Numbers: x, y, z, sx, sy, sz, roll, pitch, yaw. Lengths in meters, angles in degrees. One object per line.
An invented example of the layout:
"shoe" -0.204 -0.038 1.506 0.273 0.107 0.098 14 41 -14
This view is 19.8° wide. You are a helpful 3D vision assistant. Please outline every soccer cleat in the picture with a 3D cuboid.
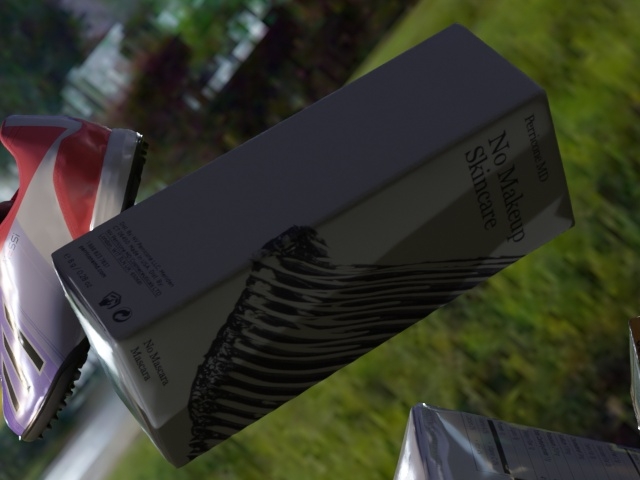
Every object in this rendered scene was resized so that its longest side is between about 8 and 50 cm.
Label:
"soccer cleat" -0.232 0.031 1.509 0.108 0.116 0.318 -83 12 -54

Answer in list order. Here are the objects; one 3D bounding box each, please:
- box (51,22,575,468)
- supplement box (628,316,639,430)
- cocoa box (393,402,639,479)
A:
"box" 0.000 0.000 1.022 0.275 0.094 0.113 -31 -48 -11
"supplement box" 0.367 0.114 1.589 0.104 0.188 0.081 79 -177 -45
"cocoa box" 0.137 0.322 1.216 0.231 0.228 0.347 -95 17 -72
